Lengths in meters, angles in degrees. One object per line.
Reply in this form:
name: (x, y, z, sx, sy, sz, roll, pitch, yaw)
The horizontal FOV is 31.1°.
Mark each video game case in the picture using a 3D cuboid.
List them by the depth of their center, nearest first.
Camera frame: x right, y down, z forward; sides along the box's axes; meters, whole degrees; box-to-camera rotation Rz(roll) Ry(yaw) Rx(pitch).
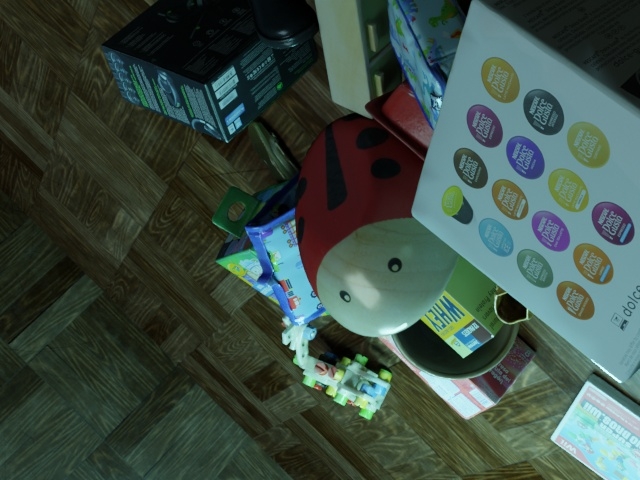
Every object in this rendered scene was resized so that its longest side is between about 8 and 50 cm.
video game case: (0.557, 0.377, 2.176, 0.204, 0.025, 0.285, 36, 153, 16)

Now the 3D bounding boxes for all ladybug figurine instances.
ladybug figurine: (0.074, -0.054, 1.825, 0.305, 0.449, 0.162, -38, 127, 22)

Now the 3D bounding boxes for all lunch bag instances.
lunch bag: (0.166, -0.257, 1.625, 0.176, 0.090, 0.219, 73, 175, -65)
lunch bag: (0.000, 0.000, 2.094, 0.138, 0.293, 0.221, 14, 135, 45)

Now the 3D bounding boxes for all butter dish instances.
butter dish: (0.178, -0.208, 1.755, 0.160, 0.160, 0.118, 43, 128, 15)

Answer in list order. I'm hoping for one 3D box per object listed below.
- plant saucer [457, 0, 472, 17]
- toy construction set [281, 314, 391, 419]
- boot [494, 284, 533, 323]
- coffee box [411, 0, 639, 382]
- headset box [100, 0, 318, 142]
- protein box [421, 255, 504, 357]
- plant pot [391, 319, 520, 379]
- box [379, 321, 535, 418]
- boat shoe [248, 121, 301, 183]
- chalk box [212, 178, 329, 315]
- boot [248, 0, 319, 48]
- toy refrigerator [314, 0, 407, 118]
plant saucer: (0.217, -0.306, 1.571, 0.198, 0.036, 0.199, 158, 90, -85)
toy construction set: (0.030, 0.297, 2.671, 0.327, 0.151, 0.215, 38, 179, 29)
boot: (0.359, 0.007, 1.705, 0.104, 0.211, 0.295, 37, 153, 13)
coffee box: (0.355, -0.119, 1.297, 0.334, 0.338, 0.338, 41, 145, 23)
headset box: (-0.196, -0.324, 1.973, 0.283, 0.246, 0.131, 24, 147, 35)
protein box: (0.246, 0.046, 1.937, 0.201, 0.200, 0.136, 42, 154, 3)
plant pot: (0.231, 0.133, 2.070, 0.237, 0.237, 0.110, 43, 170, 2)
box: (0.239, 0.183, 2.212, 0.300, 0.142, 0.154, 43, 154, 3)
boat shoe: (-0.089, -0.174, 2.282, 0.153, 0.048, 0.056, 57, 157, -10)
chalk box: (-0.075, 0.003, 2.286, 0.289, 0.180, 0.179, 36, 158, -19)
boot: (-0.097, -0.429, 1.776, 0.246, 0.094, 0.207, -117, 1, -51)
toy refrigerator: (0.066, -0.324, 1.762, 0.094, 0.102, 0.269, 28, 149, 29)
